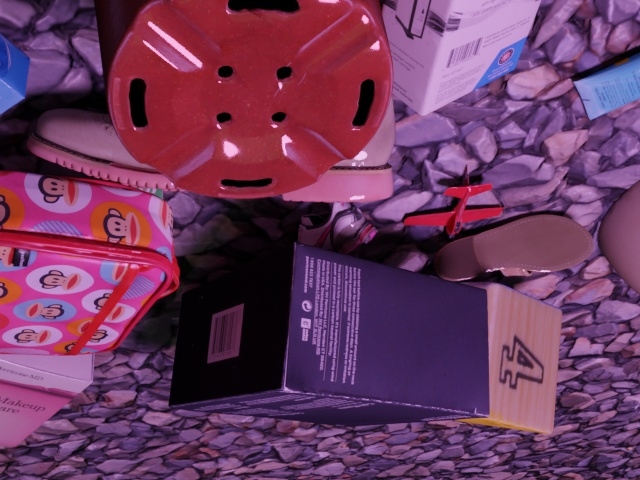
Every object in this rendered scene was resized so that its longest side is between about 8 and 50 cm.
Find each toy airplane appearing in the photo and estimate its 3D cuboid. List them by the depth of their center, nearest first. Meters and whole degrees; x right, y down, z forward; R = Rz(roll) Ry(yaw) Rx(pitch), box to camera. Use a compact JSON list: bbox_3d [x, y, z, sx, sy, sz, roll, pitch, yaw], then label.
[{"bbox_3d":[0.199,-0.044,1.035,0.151,0.028,0.151,-8,142,-6],"label":"toy airplane"}]

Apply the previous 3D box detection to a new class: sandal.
[{"bbox_3d":[0.284,0.016,1.113,0.240,0.088,0.079,-10,174,-5],"label":"sandal"}]

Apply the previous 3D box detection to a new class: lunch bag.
[{"bbox_3d":[-0.293,0.040,0.841,0.258,0.120,0.293,8,148,-30],"label":"lunch bag"}]

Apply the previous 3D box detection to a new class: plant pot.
[{"bbox_3d":[-0.067,-0.195,0.585,0.273,0.265,0.272,-8,142,-6],"label":"plant pot"},{"bbox_3d":[0.597,0.023,1.098,0.284,0.190,0.284,-8,142,-6],"label":"plant pot"}]

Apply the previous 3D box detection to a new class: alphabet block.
[{"bbox_3d":[0.242,0.182,1.136,0.194,0.197,0.192,20,164,-36],"label":"alphabet block"}]

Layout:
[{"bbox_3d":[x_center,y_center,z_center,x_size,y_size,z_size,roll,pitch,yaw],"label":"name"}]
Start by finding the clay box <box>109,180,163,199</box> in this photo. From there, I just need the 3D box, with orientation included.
[{"bbox_3d":[-0.309,-0.014,0.914,0.222,0.053,0.127,-2,143,-10],"label":"clay box"}]

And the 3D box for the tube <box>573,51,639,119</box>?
[{"bbox_3d":[0.416,-0.212,0.874,0.207,0.052,0.080,-24,136,23],"label":"tube"}]

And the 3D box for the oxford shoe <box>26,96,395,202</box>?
[{"bbox_3d":[-0.113,-0.129,0.798,0.397,0.140,0.146,3,104,-8],"label":"oxford shoe"}]

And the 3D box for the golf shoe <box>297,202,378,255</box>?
[{"bbox_3d":[0.000,0.000,1.021,0.086,0.067,0.186,49,136,-2],"label":"golf shoe"}]

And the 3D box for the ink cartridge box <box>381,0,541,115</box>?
[{"bbox_3d":[0.140,-0.240,0.687,0.148,0.086,0.203,-29,149,-29],"label":"ink cartridge box"}]

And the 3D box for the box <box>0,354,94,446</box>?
[{"bbox_3d":[-0.456,0.190,1.069,0.149,0.126,0.232,26,129,-38],"label":"box"}]

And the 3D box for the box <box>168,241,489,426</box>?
[{"bbox_3d":[0.003,0.154,1.019,0.313,0.178,0.343,16,158,-30],"label":"box"}]

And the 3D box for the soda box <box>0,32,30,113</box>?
[{"bbox_3d":[-0.371,-0.197,0.659,0.071,0.067,0.210,-26,140,17],"label":"soda box"}]
